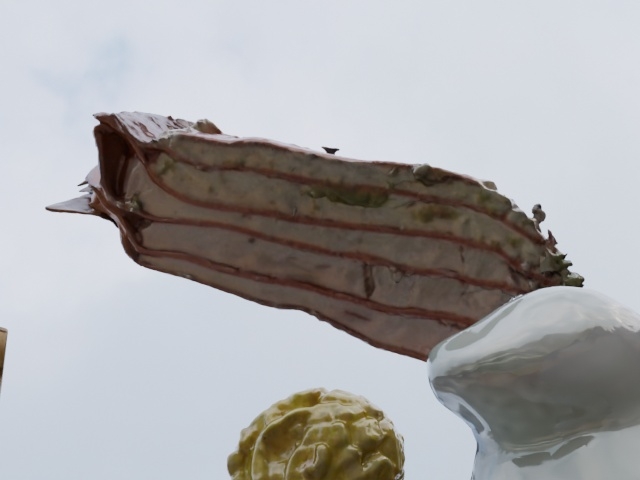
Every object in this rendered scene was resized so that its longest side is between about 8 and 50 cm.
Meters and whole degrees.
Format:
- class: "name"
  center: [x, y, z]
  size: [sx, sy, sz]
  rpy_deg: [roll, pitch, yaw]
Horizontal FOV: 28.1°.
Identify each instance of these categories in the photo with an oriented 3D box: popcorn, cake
- class: "popcorn"
  center: [0.000, 0.225, 1.234]
  size: [0.180, 0.170, 0.180]
  rpy_deg: [-4, -77, -16]
- class: "cake"
  center: [0.002, -0.006, 0.686]
  size: [0.287, 0.135, 0.098]
  rpy_deg: [19, -87, 21]

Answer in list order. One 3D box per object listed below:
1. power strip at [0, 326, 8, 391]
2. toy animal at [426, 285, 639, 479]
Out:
- class: "power strip"
  center: [-0.274, 0.128, 1.039]
  size: [0.028, 0.049, 0.178]
  rpy_deg: [7, -37, -14]
- class: "toy animal"
  center: [0.003, 0.166, 0.422]
  size: [0.367, 0.196, 0.241]
  rpy_deg: [-17, -93, -13]
